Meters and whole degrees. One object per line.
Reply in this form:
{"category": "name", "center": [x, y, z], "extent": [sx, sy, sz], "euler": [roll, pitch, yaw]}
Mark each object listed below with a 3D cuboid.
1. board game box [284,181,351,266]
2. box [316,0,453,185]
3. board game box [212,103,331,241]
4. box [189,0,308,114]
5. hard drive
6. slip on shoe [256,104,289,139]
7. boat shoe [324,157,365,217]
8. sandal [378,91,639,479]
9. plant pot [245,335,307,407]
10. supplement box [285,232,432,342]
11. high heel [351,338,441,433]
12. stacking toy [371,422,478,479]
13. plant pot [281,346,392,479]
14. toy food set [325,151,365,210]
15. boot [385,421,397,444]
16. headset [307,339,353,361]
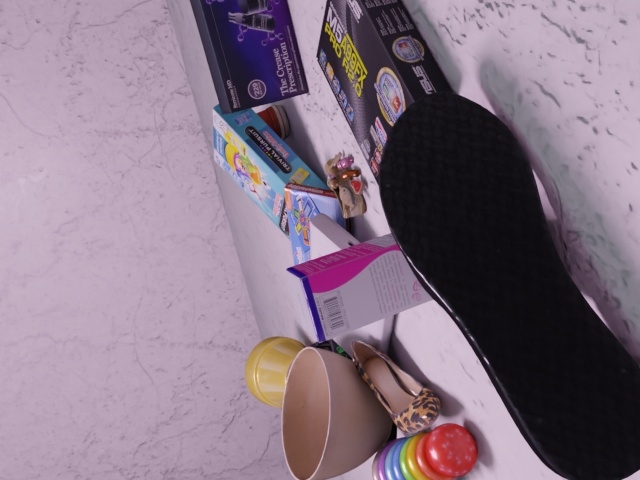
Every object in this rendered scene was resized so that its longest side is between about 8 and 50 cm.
{"category": "board game box", "center": [0.000, 0.000, 1.336], "extent": [0.027, 0.145, 0.281], "euler": [-60, -26, -43]}
{"category": "box", "center": [0.081, -0.245, 0.866], "extent": [0.216, 0.060, 0.270], "euler": [108, 140, -67]}
{"category": "board game box", "center": [-0.132, -0.166, 1.462], "extent": [0.336, 0.079, 0.254], "euler": [47, 160, 10]}
{"category": "box", "center": [-0.152, -0.419, 1.247], "extent": [0.103, 0.184, 0.261], "euler": [-149, 42, -68]}
{"category": "hard drive", "center": [0.065, 0.130, 1.287], "extent": [0.233, 0.047, 0.353], "euler": [41, 150, 30]}
{"category": "slip on shoe", "center": [-0.165, -0.280, 1.620], "extent": [0.331, 0.101, 0.123], "euler": [151, 99, -75]}
{"category": "boat shoe", "center": [0.039, -0.108, 1.199], "extent": [0.056, 0.048, 0.153], "euler": [95, 152, -56]}
{"category": "sandal", "center": [0.192, 0.043, 0.650], "extent": [0.107, 0.167, 0.446], "euler": [60, -173, -73]}
{"category": "plant pot", "center": [-0.105, 0.470, 2.072], "extent": [0.239, 0.254, 0.254], "euler": [-11, 97, 59]}
{"category": "supplement box", "center": [0.069, 0.070, 0.977], "extent": [0.114, 0.220, 0.111], "euler": [-162, 55, -73]}
{"category": "high heel", "center": [0.134, 0.275, 1.146], "extent": [0.186, 0.093, 0.261], "euler": [49, 171, 1]}
{"category": "stacking toy", "center": [0.201, 0.423, 1.117], "extent": [0.330, 0.141, 0.141], "euler": [108, 141, -60]}
{"category": "plant pot", "center": [0.049, 0.391, 1.314], "extent": [0.284, 0.191, 0.284], "euler": [-170, 90, -69]}
{"category": "toy food set", "center": [0.047, -0.123, 1.149], "extent": [0.078, 0.019, 0.122], "euler": [-56, 46, 21]}
{"category": "boot", "center": [0.151, 0.468, 1.466], "extent": [0.198, 0.077, 0.137], "euler": [-107, 3, -57]}
{"category": "headset", "center": [0.045, 0.411, 1.660], "extent": [0.394, 0.185, 0.243], "euler": [113, 153, -54]}
